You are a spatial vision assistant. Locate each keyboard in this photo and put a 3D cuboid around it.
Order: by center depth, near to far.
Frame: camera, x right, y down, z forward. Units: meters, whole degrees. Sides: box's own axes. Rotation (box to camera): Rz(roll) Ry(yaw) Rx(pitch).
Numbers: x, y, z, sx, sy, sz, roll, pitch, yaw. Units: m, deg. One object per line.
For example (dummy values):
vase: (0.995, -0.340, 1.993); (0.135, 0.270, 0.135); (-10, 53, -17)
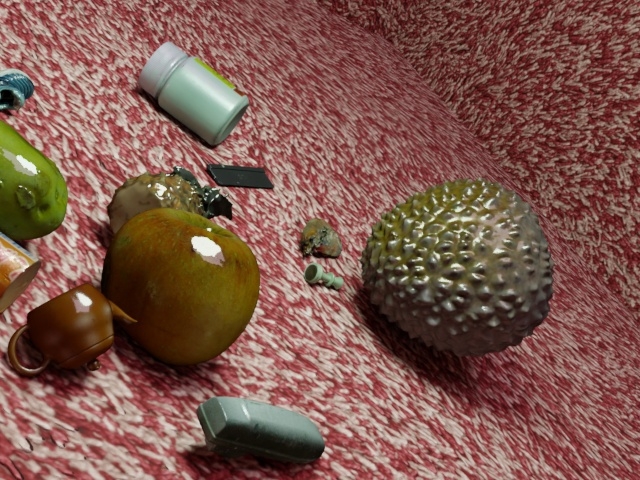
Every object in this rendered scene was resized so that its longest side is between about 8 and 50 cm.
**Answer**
keyboard: (-0.176, -0.140, 1.929); (0.195, 0.018, 0.060); (-1, 52, -56)

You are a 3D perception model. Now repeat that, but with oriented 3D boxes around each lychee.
lychee: (0.286, 0.054, 1.795); (0.432, 0.380, 0.380); (3, 39, -32)

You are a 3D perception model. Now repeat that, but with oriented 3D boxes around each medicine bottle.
medicine bottle: (-0.284, -0.329, 1.963); (0.225, 0.139, 0.139); (37, 23, -2)

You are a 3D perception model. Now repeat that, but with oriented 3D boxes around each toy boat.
toy boat: (-0.078, 0.278, 1.242); (0.260, 0.085, 0.078); (28, 24, -49)

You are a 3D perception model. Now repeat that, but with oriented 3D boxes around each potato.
potato: (-0.472, -0.099, 1.246); (0.253, 0.148, 0.186); (33, 14, -4)

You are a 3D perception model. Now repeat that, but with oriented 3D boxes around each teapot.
teapot: (-0.322, 0.124, 1.142); (0.173, 0.116, 0.116); (-28, 65, -36)

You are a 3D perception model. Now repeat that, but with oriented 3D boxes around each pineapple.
pineapple: (-0.244, -0.056, 1.534); (0.170, 0.141, 0.310); (12, 12, 12)

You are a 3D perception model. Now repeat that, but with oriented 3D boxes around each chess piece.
chess piece: (0.012, 0.076, 1.774); (0.093, 0.042, 0.042); (22, 28, -42)

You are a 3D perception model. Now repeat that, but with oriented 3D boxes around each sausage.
sausage: (-0.520, -0.029, 1.139); (0.312, 0.093, 0.093); (36, 23, -3)

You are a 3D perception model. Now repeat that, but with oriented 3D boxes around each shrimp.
shrimp: (0.000, 0.000, 1.892); (0.101, 0.042, 0.190); (47, 23, 2)

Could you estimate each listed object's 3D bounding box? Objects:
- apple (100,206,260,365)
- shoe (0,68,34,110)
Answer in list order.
apple: (-0.209, 0.070, 1.301); (0.237, 0.207, 0.237); (26, 7, -4)
shoe: (-0.555, -0.260, 1.547); (0.071, 0.064, 0.143); (40, 26, 8)
